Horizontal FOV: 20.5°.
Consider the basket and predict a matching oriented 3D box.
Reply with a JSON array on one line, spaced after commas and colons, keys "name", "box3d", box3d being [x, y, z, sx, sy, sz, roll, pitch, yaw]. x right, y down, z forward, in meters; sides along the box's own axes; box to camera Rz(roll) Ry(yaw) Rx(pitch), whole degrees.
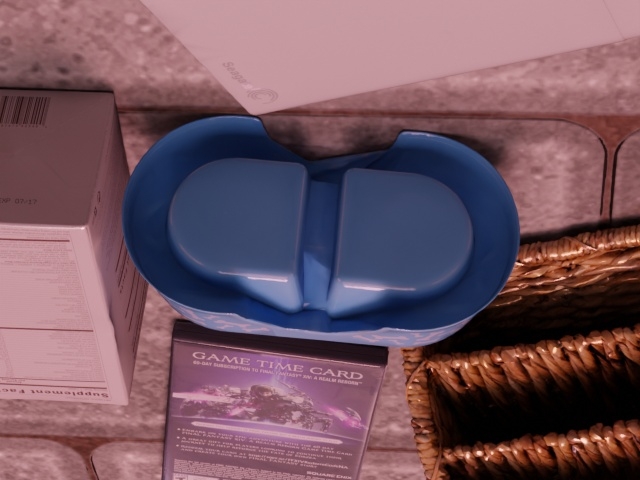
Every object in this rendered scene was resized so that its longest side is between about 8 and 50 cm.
[{"name": "basket", "box3d": [0.225, 0.138, 1.449, 0.299, 0.213, 0.223, -9, 141, 19]}]

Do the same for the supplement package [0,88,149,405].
[{"name": "supplement package", "box3d": [-0.223, 0.010, 1.408, 0.139, 0.134, 0.244, 3, 143, 4]}]

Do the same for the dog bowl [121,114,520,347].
[{"name": "dog bowl", "box3d": [0.000, 0.000, 1.351, 0.297, 0.166, 0.074, 5, 154, 2]}]

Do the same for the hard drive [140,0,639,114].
[{"name": "hard drive", "box3d": [0.056, -0.167, 1.177, 0.307, 0.040, 0.203, -10, 155, 20]}]

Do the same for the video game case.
[{"name": "video game case", "box3d": [-0.050, 0.173, 1.693, 0.196, 0.026, 0.274, 8, 142, -2]}]
